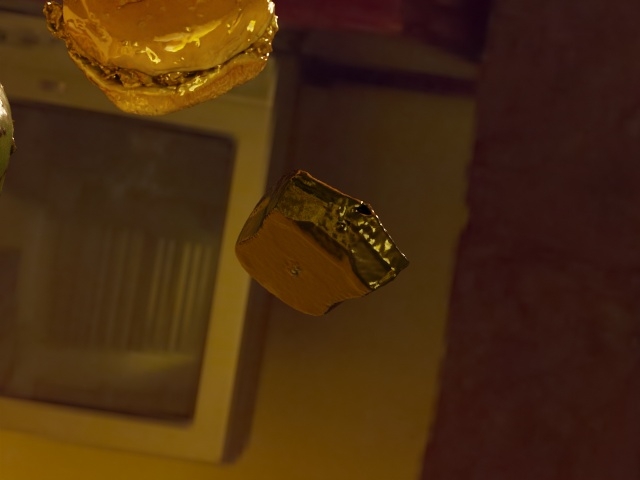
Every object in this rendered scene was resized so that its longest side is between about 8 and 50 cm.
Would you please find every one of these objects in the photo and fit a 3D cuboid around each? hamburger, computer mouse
[{"bbox_3d":[-0.110,-0.157,1.200,0.147,0.083,0.138,-23,-132,-25],"label":"hamburger"},{"bbox_3d":[0.000,0.000,1.420,0.122,0.073,0.217,38,162,-7],"label":"computer mouse"}]

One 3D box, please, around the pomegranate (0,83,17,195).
[{"bbox_3d":[-0.433,-0.089,1.677,0.270,0.254,0.254,-8,-177,-8],"label":"pomegranate"}]
